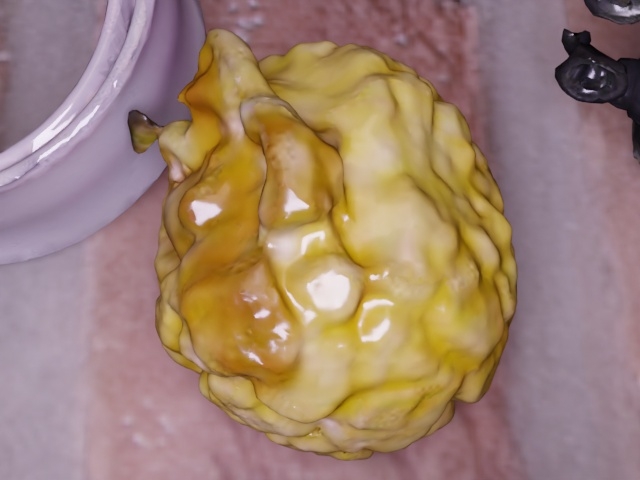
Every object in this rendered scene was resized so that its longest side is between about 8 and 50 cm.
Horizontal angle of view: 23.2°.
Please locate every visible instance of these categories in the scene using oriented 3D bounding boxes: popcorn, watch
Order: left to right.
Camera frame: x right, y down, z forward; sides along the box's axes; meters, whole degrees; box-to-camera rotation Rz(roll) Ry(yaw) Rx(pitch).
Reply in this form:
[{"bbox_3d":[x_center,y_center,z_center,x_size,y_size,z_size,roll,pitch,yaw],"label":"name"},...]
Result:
[{"bbox_3d":[-0.171,-0.111,0.710,0.244,0.196,0.231,16,81,11],"label":"watch"},{"bbox_3d":[0.000,0.000,0.637,0.170,0.180,0.180,9,59,-5],"label":"popcorn"}]

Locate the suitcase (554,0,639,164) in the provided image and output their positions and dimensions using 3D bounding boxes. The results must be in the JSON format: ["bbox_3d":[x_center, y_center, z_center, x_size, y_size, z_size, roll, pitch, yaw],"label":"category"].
[{"bbox_3d":[0.338,-0.115,0.717,0.434,0.194,0.283,13,59,5],"label":"suitcase"}]
